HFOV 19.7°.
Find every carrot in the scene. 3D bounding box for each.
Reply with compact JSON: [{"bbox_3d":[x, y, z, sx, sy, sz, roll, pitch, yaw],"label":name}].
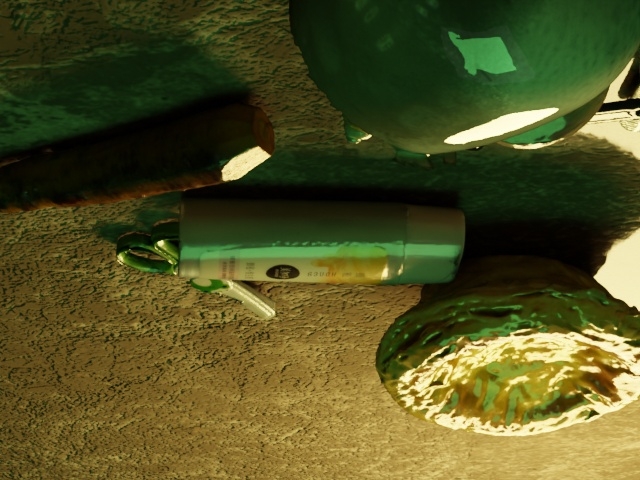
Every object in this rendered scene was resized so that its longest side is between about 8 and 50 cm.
[{"bbox_3d":[-0.186,-0.062,1.628,0.314,0.066,0.066,-11,152,25],"label":"carrot"}]

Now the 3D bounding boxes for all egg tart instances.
[{"bbox_3d":[0.202,0.094,1.877,0.319,0.128,0.319,-1,154,-1],"label":"egg tart"}]

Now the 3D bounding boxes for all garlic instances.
[{"bbox_3d":[0.179,-0.112,1.507,0.152,0.066,0.084,2,153,2],"label":"garlic"}]

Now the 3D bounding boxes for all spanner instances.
[{"bbox_3d":[0.191,-0.099,1.570,0.208,0.012,0.046,-7,153,33],"label":"spanner"}]

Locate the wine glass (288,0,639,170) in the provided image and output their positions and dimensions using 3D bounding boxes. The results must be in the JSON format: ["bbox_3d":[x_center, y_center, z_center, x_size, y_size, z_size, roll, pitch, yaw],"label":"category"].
[{"bbox_3d":[0.133,-0.194,1.149,0.238,0.238,0.323,15,149,-27],"label":"wine glass"}]

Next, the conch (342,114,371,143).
[{"bbox_3d":[0.081,-0.155,1.384,0.173,0.106,0.116,-18,171,6],"label":"conch"}]

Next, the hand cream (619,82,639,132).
[{"bbox_3d":[0.436,-0.100,1.501,0.359,0.118,0.185,13,158,0],"label":"hand cream"}]

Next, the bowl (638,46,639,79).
[{"bbox_3d":[0.331,-0.168,1.248,0.289,0.146,0.289,-21,169,-4],"label":"bowl"}]

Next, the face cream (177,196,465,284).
[{"bbox_3d":[0.000,0.000,1.745,0.269,0.073,0.107,1,158,-5],"label":"face cream"}]

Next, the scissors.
[{"bbox_3d":[-0.111,0.034,1.870,0.101,0.027,0.204,-15,149,36],"label":"scissors"}]
